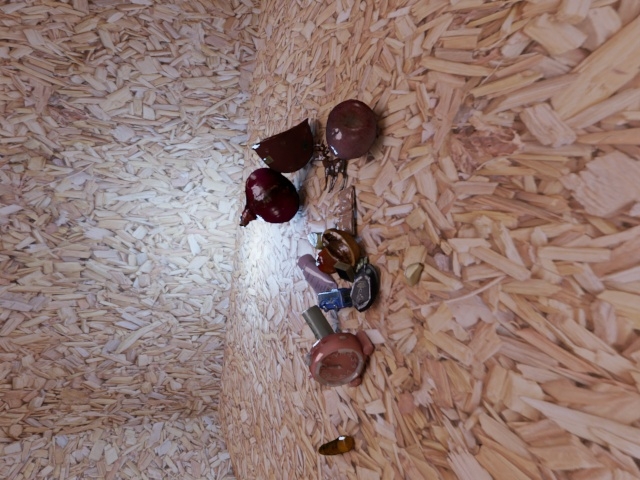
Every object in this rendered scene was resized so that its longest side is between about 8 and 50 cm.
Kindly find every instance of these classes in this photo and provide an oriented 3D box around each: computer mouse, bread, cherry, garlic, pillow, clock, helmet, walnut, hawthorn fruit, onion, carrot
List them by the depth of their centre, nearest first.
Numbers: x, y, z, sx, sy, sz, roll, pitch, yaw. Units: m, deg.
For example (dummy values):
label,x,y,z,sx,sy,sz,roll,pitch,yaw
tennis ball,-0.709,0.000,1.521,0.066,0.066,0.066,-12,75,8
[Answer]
label,x,y,z,sx,sy,sz,roll,pitch,yaw
garlic,0.307,0.106,1.334,0.053,0.041,0.083,49,123,49
computer mouse,0.178,0.186,1.561,0.106,0.062,0.192,3,79,48
clock,0.055,0.460,1.589,0.142,0.242,0.226,-124,43,-57
cherry,0.124,-0.432,1.617,0.239,0.206,0.238,-7,-90,-82
walnut,0.102,0.023,1.698,0.211,0.087,0.167,35,143,38
carrot,0.051,0.896,1.745,0.314,0.066,0.066,127,139,-50
pillow,0.113,-0.119,1.768,0.126,0.043,0.232,-20,67,57
hawthorn fruit,0.033,0.092,1.822,0.125,0.140,0.124,-5,-90,-83
bread,0.000,0.000,1.938,0.157,0.083,0.094,147,120,-62
helmet,-0.178,-0.478,2.162,0.385,0.338,0.230,-1,121,59
onion,-0.313,-0.213,2.259,0.385,0.347,0.348,-42,32,-3

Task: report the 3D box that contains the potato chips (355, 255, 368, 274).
label,x,y,z,sx,sy,sz,roll,pitch,yaw
potato chips,0.163,0.166,1.638,0.092,0.028,0.207,-3,86,63

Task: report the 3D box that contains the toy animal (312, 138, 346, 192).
label,x,y,z,sx,sy,sz,roll,pitch,yaw
toy animal,0.054,-0.358,1.901,0.244,0.087,0.259,1,86,51

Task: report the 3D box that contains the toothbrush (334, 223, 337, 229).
label,x,y,z,sx,sy,sz,roll,pitch,yaw
toothbrush,0.101,0.046,1.788,0.021,0.024,0.287,-50,44,48

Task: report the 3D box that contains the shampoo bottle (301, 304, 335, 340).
label,x,y,z,sx,sy,sz,roll,pitch,yaw
shampoo bottle,0.018,0.415,1.785,0.262,0.085,0.085,57,143,15

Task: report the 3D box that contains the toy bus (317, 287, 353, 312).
label,x,y,z,sx,sy,sz,roll,pitch,yaw
toy bus,0.064,0.259,1.754,0.237,0.079,0.093,-25,80,62

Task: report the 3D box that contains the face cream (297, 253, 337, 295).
label,x,y,z,sx,sy,sz,roll,pitch,yaw
face cream,-0.013,0.184,1.956,0.273,0.096,0.153,51,130,37

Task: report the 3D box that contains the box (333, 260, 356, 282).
label,x,y,z,sx,sy,sz,roll,pitch,yaw
box,0.105,0.134,1.687,0.080,0.035,0.083,15,142,49
